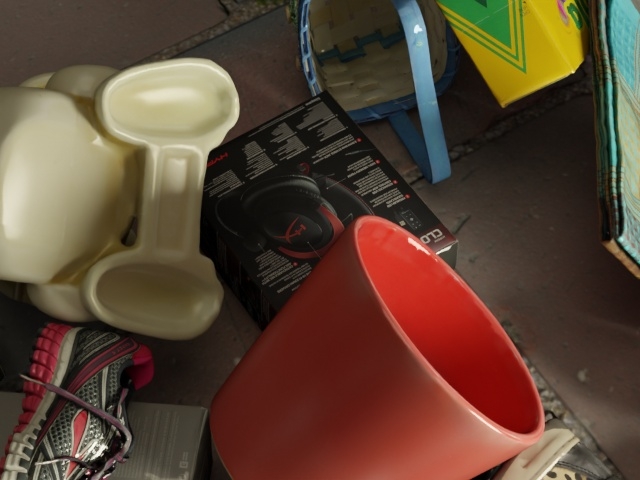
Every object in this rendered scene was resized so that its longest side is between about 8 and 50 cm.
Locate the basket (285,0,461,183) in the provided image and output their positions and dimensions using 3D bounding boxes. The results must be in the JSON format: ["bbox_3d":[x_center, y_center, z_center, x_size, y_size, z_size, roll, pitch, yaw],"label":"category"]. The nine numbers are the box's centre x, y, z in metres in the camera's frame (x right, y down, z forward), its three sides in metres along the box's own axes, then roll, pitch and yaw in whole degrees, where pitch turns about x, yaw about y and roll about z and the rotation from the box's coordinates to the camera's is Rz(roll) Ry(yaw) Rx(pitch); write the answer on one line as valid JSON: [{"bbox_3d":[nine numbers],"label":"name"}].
[{"bbox_3d":[0.075,-0.233,1.637,0.201,0.255,0.289,-22,41,-11],"label":"basket"}]

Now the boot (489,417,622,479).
[{"bbox_3d":[0.219,0.387,1.288,0.284,0.138,0.377,35,67,16],"label":"boot"}]

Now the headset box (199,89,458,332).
[{"bbox_3d":[0.000,0.000,1.559,0.218,0.110,0.293,-30,61,-18],"label":"headset box"}]

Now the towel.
[{"bbox_3d":[0.386,-0.092,1.551,0.040,0.271,0.370,-21,48,34],"label":"towel"}]

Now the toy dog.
[{"bbox_3d":[-0.335,-0.044,1.468,0.395,0.285,0.408,-9,10,-38],"label":"toy dog"}]

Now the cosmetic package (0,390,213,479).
[{"bbox_3d":[-0.236,0.229,1.401,0.238,0.127,0.107,8,56,3],"label":"cosmetic package"}]

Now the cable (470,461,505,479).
[{"bbox_3d":[0.155,0.185,1.481,0.150,0.047,0.184,-7,54,-10],"label":"cable"}]

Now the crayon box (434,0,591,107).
[{"bbox_3d":[0.221,-0.360,1.615,0.313,0.106,0.363,56,33,-8],"label":"crayon box"}]

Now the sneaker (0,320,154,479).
[{"bbox_3d":[-0.230,0.202,1.269,0.112,0.121,0.299,6,53,0],"label":"sneaker"}]

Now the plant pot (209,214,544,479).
[{"bbox_3d":[0.041,0.153,1.347,0.243,0.275,0.275,-42,58,20],"label":"plant pot"}]

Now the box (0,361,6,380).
[{"bbox_3d":[-0.453,0.146,1.443,0.220,0.051,0.175,-25,19,-16],"label":"box"}]
